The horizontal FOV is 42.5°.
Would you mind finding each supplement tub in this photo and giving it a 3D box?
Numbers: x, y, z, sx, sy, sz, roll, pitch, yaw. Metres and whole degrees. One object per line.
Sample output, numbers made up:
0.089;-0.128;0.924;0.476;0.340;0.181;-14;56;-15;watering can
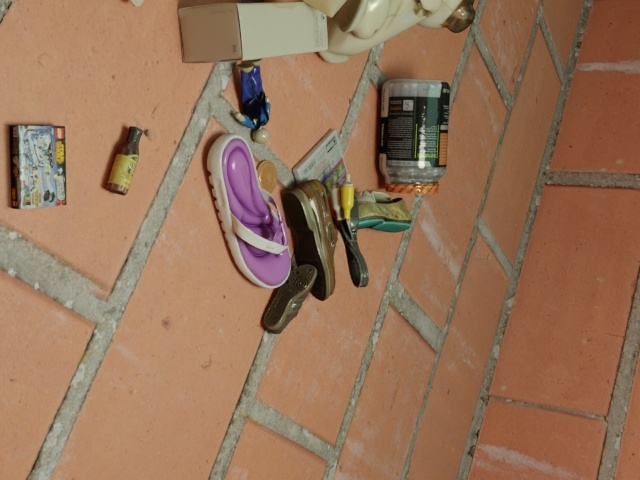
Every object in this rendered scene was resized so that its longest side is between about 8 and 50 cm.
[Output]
0.264;-0.293;2.325;0.193;0.193;0.316;-9;103;-57;supplement tub

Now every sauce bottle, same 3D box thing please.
-0.358;-0.148;1.519;0.042;0.042;0.128;29;72;-55;sauce bottle

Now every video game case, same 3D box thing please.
0.008;-0.157;2.109;0.201;0.023;0.184;-51;135;-42;video game case

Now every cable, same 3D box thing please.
0.056;-0.017;2.044;0.072;0.139;0.287;4;73;-27;cable

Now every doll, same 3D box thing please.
-0.148;-0.301;1.818;0.129;0.046;0.189;-46;138;-45;doll

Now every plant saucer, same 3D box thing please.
-0.125;-0.145;1.911;0.083;0.013;0.084;-14;107;-55;plant saucer

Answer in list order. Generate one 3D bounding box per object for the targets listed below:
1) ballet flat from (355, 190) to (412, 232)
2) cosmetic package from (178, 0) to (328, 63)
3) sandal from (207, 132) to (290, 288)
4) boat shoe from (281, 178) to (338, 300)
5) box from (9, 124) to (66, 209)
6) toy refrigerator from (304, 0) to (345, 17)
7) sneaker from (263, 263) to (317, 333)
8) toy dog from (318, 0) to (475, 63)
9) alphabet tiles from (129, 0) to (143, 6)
0.141;-0.082;2.263;0.348;0.123;0.123;0;96;-57;ballet flat
-0.132;-0.437;1.716;0.309;0.160;0.113;-24;115;-55;cosmetic package
-0.137;-0.045;1.826;0.169;0.102;0.416;-57;139;-35;sandal
0.000;0.000;2.025;0.104;0.110;0.307;-31;122;-35;boat shoe
-0.468;-0.123;1.367;0.094;0.027;0.137;-10;104;-55;box
-0.058;-0.585;1.713;0.102;0.269;0.094;-57;178;-36;toy refrigerator
-0.071;0.143;1.992;0.188;0.066;0.071;-52;153;-14;sneaker
0.192;-0.586;1.966;0.407;0.285;0.396;-16;138;-23;toy dog
-0.322;-0.579;1.473;0.284;0.021;0.278;51;54;-62;alphabet tiles
